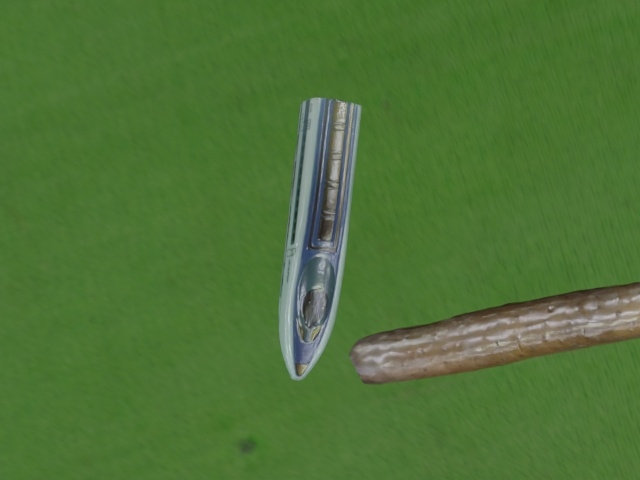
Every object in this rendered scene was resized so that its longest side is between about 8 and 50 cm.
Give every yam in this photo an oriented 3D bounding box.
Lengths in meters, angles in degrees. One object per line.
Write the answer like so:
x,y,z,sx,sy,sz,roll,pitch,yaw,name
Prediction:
0.145,0.068,1.388,0.264,0.046,0.046,-12,73,24,yam

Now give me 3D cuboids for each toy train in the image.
0.000,0.000,1.677,0.055,0.048,0.252,8,83,-23,toy train
